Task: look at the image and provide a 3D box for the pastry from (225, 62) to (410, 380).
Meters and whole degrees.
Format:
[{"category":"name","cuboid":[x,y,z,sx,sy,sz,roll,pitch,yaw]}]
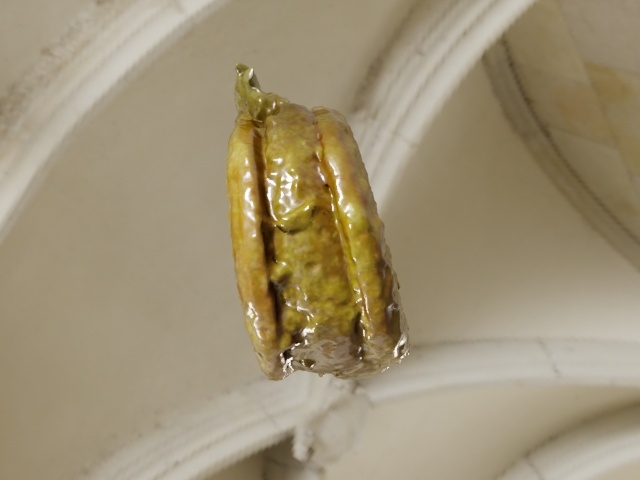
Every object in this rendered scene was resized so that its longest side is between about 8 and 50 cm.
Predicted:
[{"category":"pastry","cuboid":[0.000,0.000,1.105,0.132,0.235,0.240,-6,-46,3]}]
